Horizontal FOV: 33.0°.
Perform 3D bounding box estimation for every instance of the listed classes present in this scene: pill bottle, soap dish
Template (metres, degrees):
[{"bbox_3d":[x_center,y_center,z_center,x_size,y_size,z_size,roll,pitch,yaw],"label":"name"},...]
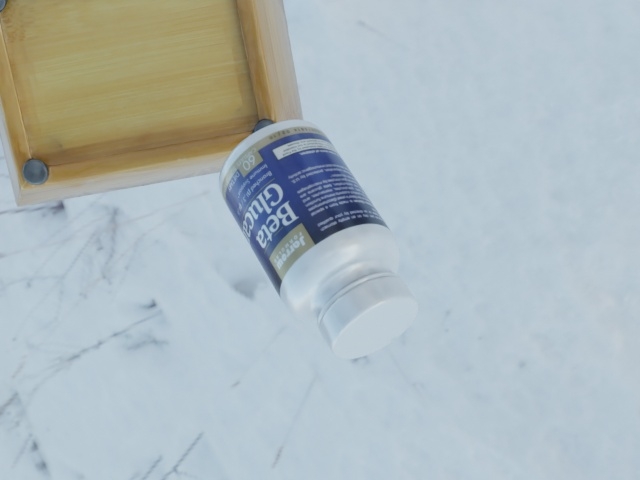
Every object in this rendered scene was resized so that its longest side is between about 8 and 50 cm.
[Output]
[{"bbox_3d":[0.000,0.000,0.793,0.094,0.094,0.169,-55,53,34],"label":"pill bottle"},{"bbox_3d":[-0.170,-0.163,1.007,0.290,0.118,0.229,-10,100,-2],"label":"soap dish"}]
